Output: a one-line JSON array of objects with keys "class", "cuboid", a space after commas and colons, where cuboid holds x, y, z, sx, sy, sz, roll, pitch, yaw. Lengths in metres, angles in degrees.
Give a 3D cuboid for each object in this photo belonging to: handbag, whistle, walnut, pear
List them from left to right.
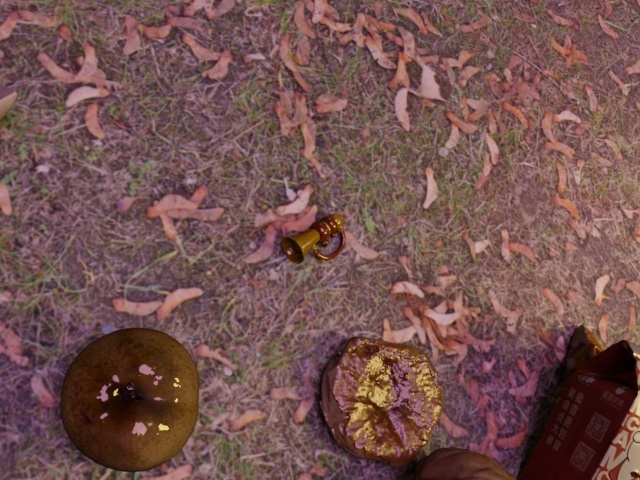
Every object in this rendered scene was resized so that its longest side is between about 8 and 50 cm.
[{"class": "pear", "cuboid": [-0.220, 0.183, 0.775, 0.167, 0.136, 0.167, 1, 68, -3]}, {"class": "whistle", "cuboid": [0.001, -0.001, 0.983, 0.109, 0.046, 0.057, -28, 72, -34]}, {"class": "walnut", "cuboid": [0.219, 0.388, 0.891, 0.230, 0.178, 0.178, 37, 63, -20]}, {"class": "handbag", "cuboid": [0.443, 0.300, 0.971, 0.171, 0.151, 0.298, 28, 90, -14]}]

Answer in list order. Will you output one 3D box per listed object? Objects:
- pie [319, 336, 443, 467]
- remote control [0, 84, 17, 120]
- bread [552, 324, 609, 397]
[{"class": "pie", "cuboid": [0.091, 0.232, 0.947, 0.195, 0.046, 0.195, 6, 73, -22]}, {"class": "remote control", "cuboid": [-0.493, -0.079, 0.781, 0.110, 0.055, 0.313, 22, 64, 20]}, {"class": "bread", "cuboid": [0.484, 0.220, 1.095, 0.147, 0.127, 0.152, 34, 47, -11]}]
